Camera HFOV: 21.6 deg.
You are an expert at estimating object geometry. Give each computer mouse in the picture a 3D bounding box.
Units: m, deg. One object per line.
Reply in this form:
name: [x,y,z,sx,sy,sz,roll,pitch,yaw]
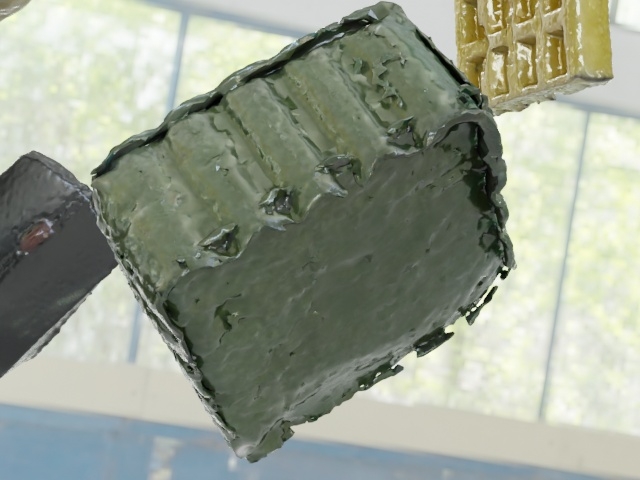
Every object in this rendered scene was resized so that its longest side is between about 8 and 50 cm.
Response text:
computer mouse: [-0.345,0.042,1.786,0.168,0.295,0.087,47,26,1]

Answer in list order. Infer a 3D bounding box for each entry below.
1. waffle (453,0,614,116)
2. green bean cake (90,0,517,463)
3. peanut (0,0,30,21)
waffle: [0.218,-0.254,1.772,0.055,0.221,0.248,1,-7,-26]
green bean cake: [0.000,0.000,1.067,0.132,0.241,0.255,51,-9,33]
peanut: [-0.425,-0.304,2.033,0.130,0.130,0.290,11,-33,-38]
